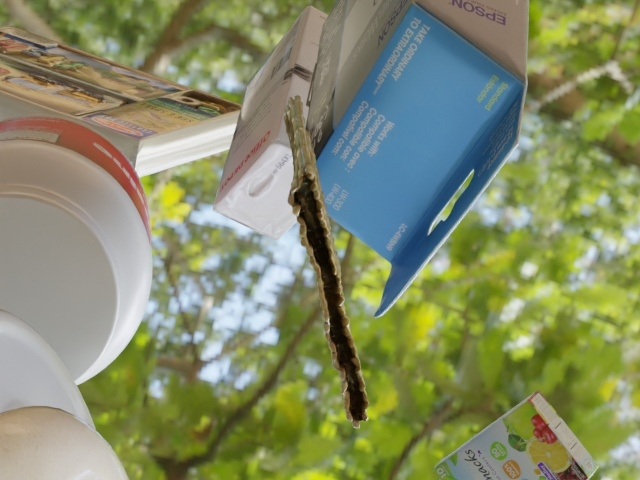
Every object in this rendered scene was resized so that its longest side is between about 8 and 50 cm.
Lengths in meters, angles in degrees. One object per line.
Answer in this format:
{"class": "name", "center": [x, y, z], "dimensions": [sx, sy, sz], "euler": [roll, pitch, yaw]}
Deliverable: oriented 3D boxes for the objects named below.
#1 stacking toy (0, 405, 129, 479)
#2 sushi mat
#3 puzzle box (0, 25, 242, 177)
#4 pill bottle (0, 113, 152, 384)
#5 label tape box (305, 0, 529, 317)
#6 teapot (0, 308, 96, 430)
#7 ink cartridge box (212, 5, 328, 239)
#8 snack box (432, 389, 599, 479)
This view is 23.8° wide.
{"class": "stacking toy", "center": [-0.362, 0.189, 0.778], "dimensions": [0.480, 0.350, 0.350], "euler": [18, -153, 16]}
{"class": "sushi mat", "center": [0.000, 0.000, 0.979], "dimensions": [0.019, 0.151, 0.316], "euler": [-14, -167, 1]}
{"class": "puzzle box", "center": [-0.325, -0.184, 1.928], "dimensions": [0.409, 0.052, 0.272], "euler": [20, -158, 22]}
{"class": "pill bottle", "center": [-0.270, 0.012, 1.405], "dimensions": [0.229, 0.229, 0.407], "euler": [11, -171, -9]}
{"class": "label tape box", "center": [0.077, -0.144, 1.320], "dimensions": [0.115, 0.249, 0.347], "euler": [21, -133, -12]}
{"class": "teapot", "center": [-0.268, 0.178, 1.021], "dimensions": [0.187, 0.252, 0.256], "euler": [-20, -124, 15]}
{"class": "ink cartridge box", "center": [-0.030, -0.124, 1.618], "dimensions": [0.086, 0.148, 0.203], "euler": [26, -130, -17]}
{"class": "snack box", "center": [0.198, 0.233, 1.552], "dimensions": [0.100, 0.141, 0.037], "euler": [53, -150, 7]}
